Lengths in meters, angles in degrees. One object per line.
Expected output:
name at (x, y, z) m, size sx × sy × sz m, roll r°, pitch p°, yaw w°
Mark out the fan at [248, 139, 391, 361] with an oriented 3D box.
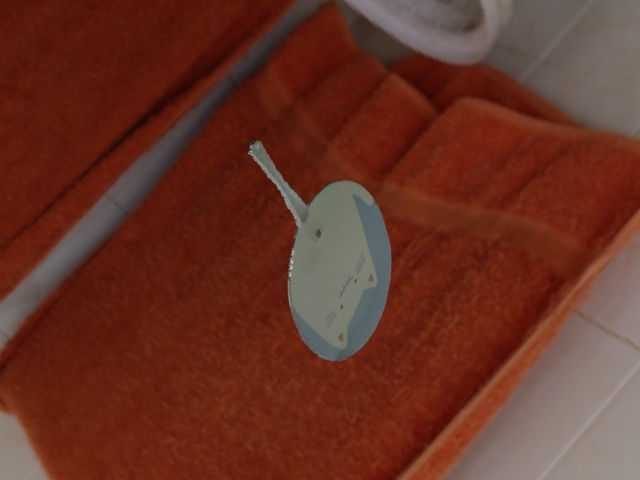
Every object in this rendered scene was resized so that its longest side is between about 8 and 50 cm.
fan at (0.000, 0.000, 0.635) m, size 0.005 × 0.113 × 0.175 m, roll 3°, pitch 143°, yaw 36°
